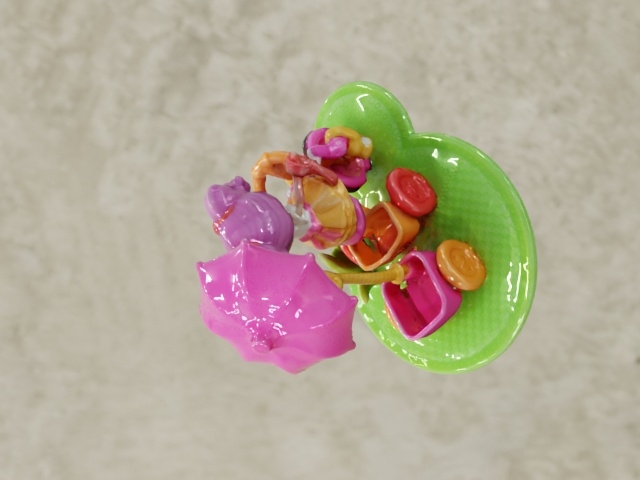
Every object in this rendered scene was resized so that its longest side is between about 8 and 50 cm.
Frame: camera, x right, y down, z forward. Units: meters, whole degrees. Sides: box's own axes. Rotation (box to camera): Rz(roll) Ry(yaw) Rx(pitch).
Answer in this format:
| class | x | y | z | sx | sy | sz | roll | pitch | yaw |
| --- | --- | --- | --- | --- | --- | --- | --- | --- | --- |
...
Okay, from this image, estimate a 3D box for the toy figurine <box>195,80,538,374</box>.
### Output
| class | x | y | z | sx | sy | sz | roll | pitch | yaw |
| --- | --- | --- | --- | --- | --- | --- | --- | --- | --- |
| toy figurine | 0.000 | 0.000 | 0.937 | 0.130 | 0.159 | 0.173 | -45 | 68 | 38 |
